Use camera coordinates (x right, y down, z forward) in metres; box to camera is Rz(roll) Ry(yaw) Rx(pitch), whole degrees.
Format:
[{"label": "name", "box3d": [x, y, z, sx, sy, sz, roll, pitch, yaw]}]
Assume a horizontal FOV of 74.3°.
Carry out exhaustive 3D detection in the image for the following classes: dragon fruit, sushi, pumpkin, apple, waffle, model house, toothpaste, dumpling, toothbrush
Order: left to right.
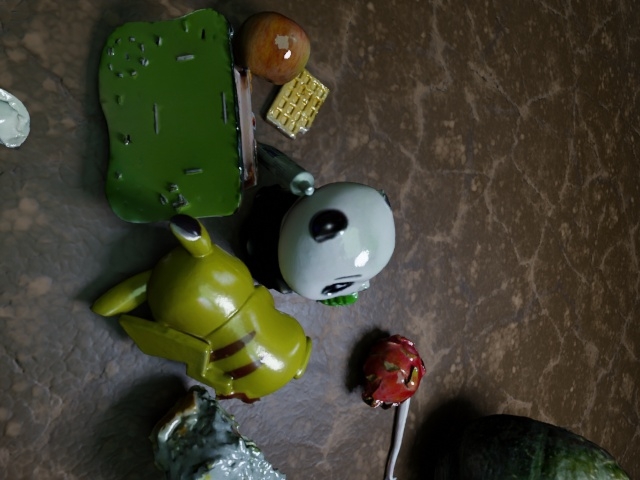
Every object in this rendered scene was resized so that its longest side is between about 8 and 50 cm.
[{"label": "dumpling", "box3d": [-0.413, -0.164, 0.551, 0.077, 0.043, 0.059, 48, 50, -9]}, {"label": "model house", "box3d": [-0.200, -0.168, 0.655, 0.207, 0.154, 0.293, -5, 87, 10]}, {"label": "sushi", "box3d": [-0.155, 0.367, 0.665, 0.139, 0.184, 0.274, -40, 116, -23]}, {"label": "apple", "box3d": [-0.080, -0.321, 0.713, 0.126, 0.126, 0.101, 11, 102, -34]}, {"label": "toothpaste", "box3d": [-0.065, -0.122, 0.679, 0.060, 0.233, 0.038, 4, 116, -31]}, {"label": "waffle", "box3d": [-0.043, -0.258, 0.800, 0.092, 0.021, 0.135, 32, 75, -31]}, {"label": "dragon fruit", "box3d": [0.155, 0.282, 0.899, 0.166, 0.133, 0.136, -48, 123, -24]}, {"label": "toothbrush", "box3d": [0.185, 0.456, 0.992, 0.030, 0.025, 0.306, 14, 86, -42]}, {"label": "pumpkin", "box3d": [0.486, 0.613, 0.963, 0.454, 0.455, 0.344, 55, 49, -23]}]

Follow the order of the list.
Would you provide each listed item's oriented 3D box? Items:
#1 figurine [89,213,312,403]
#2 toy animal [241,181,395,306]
[{"label": "figurine", "box3d": [-0.168, 0.122, 0.658, 0.218, 0.169, 0.326, -31, 107, 16]}, {"label": "toy animal", "box3d": [0.002, 0.009, 0.706, 0.213, 0.267, 0.212, -5, 98, -38]}]
